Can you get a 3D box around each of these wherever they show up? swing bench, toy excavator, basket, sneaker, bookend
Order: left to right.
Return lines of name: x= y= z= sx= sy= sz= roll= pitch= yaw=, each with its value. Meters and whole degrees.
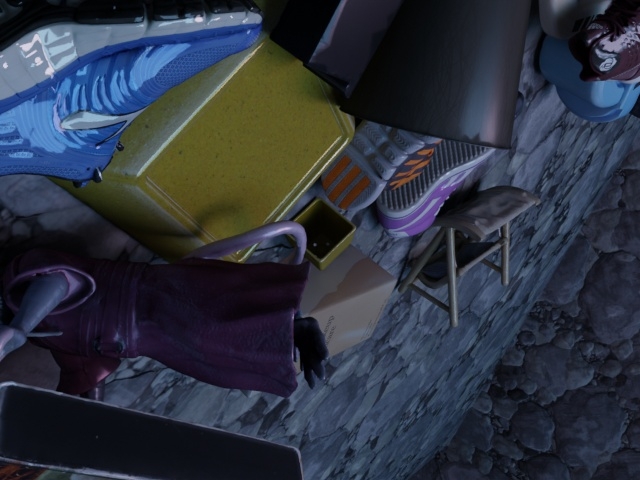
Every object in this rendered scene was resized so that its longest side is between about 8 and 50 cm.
sneaker: x=-0.194 y=-0.135 z=0.486 sx=0.330 sy=0.130 sz=0.147 roll=-28 pitch=151 yaw=-25
bookend: x=-0.003 y=-0.226 z=0.523 sx=0.156 sy=0.072 sz=0.157 roll=2 pitch=125 yaw=-52
sneaker: x=0.141 y=-0.179 z=0.872 sx=0.321 sy=0.124 sz=0.180 roll=-40 pitch=175 yaw=32
sneaker: x=0.218 y=-0.114 z=1.119 sx=0.282 sy=0.102 sz=0.161 roll=-36 pitch=152 yaw=-8
basket: x=0.143 y=-0.235 z=0.662 sx=0.154 sy=0.204 sz=0.227 roll=-77 pitch=179 yaw=-72
swing bench: x=0.333 y=0.011 z=1.351 sx=0.253 sy=0.165 sz=0.255 roll=-25 pitch=135 yaw=-40
toy excavator: x=0.526 y=-0.406 z=1.149 sx=0.445 sy=0.222 sz=0.433 roll=-24 pitch=140 yaw=-28
sneaker: x=0.504 y=-0.375 z=0.975 sx=0.162 sy=0.106 sz=0.281 roll=-12 pitch=135 yaw=-15

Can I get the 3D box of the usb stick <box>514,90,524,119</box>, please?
usb stick: x=0.318 y=-0.193 z=1.216 sx=0.278 sy=0.045 sz=0.077 roll=-48 pitch=150 yaw=-10

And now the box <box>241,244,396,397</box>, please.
box: x=-0.027 y=0.119 z=0.981 sx=0.311 sy=0.121 sz=0.148 roll=-16 pitch=135 yaw=-47

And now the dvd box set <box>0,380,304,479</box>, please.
dvd box set: x=-0.268 y=0.280 z=0.576 sx=0.420 sy=0.062 sz=0.307 roll=-35 pitch=136 yaw=25

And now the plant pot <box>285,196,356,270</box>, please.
plant pot: x=0.000 y=0.000 z=0.939 sx=0.081 sy=0.081 sz=0.083 roll=-43 pitch=160 yaw=-17

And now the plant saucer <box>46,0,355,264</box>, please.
plant saucer: x=-0.090 y=-0.115 z=0.679 sx=0.333 sy=0.081 sz=0.333 roll=-49 pitch=151 yaw=-6

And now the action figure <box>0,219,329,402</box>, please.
action figure: x=-0.182 y=0.055 z=0.575 sx=0.370 sy=0.276 sz=0.248 roll=9 pitch=143 yaw=-10
